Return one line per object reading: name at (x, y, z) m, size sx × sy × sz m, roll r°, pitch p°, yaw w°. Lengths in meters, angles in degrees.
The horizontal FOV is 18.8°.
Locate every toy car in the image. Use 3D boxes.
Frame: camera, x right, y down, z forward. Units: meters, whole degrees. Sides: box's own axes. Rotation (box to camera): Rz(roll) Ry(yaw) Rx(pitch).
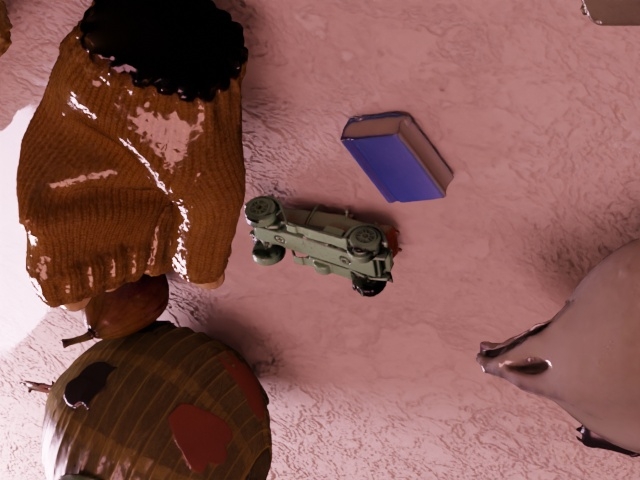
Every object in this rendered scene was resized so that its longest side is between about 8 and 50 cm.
toy car at (0.000, 0.000, 1.744) m, size 0.143 × 0.054 × 0.073 m, roll 16°, pitch 146°, yaw 22°

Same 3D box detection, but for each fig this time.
fig at (-0.206, 0.070, 1.921) m, size 0.089 × 0.125 × 0.089 m, roll 21°, pitch 146°, yaw 15°

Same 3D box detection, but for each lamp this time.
lamp at (-0.188, 0.195, 1.998) m, size 0.284 × 0.250 × 0.250 m, roll 24°, pitch 150°, yaw 18°

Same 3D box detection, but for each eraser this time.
eraser at (0.064, -0.069, 1.621) m, size 0.063 × 0.027 × 0.084 m, roll -3°, pitch 140°, yaw 40°

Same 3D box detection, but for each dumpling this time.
dumpling at (0.321, 0.092, 1.565) m, size 0.341 × 0.181 × 0.260 m, roll -37°, pitch 141°, yaw 24°

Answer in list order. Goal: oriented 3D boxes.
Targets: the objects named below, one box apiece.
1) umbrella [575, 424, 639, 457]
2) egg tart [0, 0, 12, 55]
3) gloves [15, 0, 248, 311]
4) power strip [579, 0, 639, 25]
umbrella at (0.388, 0.191, 1.723) m, size 0.326 × 0.090 × 0.094 m, roll 10°, pitch 149°, yaw 24°
egg tart at (-0.382, -0.227, 1.604) m, size 0.290 × 0.115 × 0.290 m, roll 12°, pitch 155°, yaw 5°
gloves at (-0.152, -0.071, 1.646) m, size 0.203 × 0.155 × 0.356 m, roll 19°, pitch 133°, yaw -3°
power strip at (0.242, -0.179, 1.306) m, size 0.169 × 0.028 × 0.076 m, roll 6°, pitch 135°, yaw 44°
